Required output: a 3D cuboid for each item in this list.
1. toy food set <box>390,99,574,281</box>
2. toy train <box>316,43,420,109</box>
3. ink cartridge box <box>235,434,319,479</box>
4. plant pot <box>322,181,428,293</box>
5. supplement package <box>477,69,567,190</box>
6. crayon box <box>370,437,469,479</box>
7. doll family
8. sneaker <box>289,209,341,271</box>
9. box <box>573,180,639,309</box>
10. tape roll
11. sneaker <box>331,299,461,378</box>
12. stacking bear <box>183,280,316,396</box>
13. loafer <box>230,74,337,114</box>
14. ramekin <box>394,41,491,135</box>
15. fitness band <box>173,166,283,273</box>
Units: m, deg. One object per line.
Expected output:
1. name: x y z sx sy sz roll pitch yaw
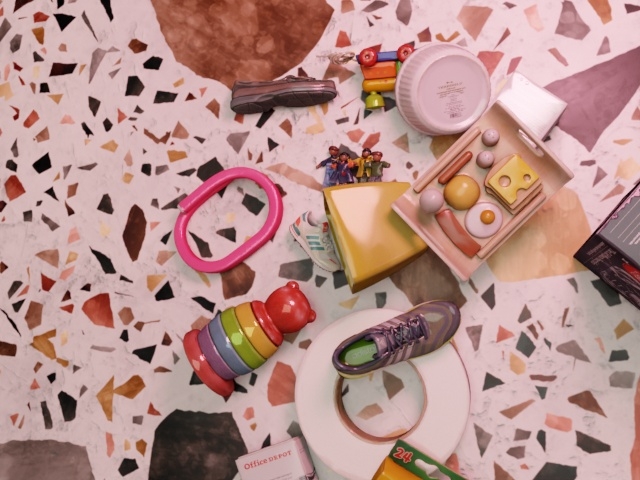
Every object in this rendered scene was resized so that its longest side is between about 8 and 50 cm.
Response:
1. toy food set: 0.324 -0.100 1.456 0.306 0.092 0.220 -44 84 5
2. toy train: 0.116 -0.370 1.682 0.248 0.105 0.143 -2 96 13
3. ink cartridge box: -0.081 0.560 1.617 0.153 0.087 0.208 -21 80 11
4. plant pot: 0.126 -0.021 1.585 0.187 0.212 0.212 -18 79 -1
5. supplement package: 0.400 -0.217 1.568 0.134 0.139 0.244 37 94 12
6. crayon box: 0.165 0.599 1.508 0.202 0.081 0.318 29 103 5
7. doll family: 0.073 -0.168 1.676 0.193 0.076 0.111 3 89 17
8. sneaker: 0.000 0.000 1.672 0.161 0.057 0.075 49 116 17
9. box: 0.678 0.046 1.365 0.312 0.343 0.179 41 92 15
10. tape roll: 0.136 0.341 1.600 0.392 0.072 0.392 -2 82 13
11. sneaker: 0.156 0.213 1.511 0.300 0.121 0.111 -28 78 9
12. stacking bear: -0.151 0.207 1.647 0.289 0.164 0.175 -33 77 3
13. loafer: -0.092 -0.367 1.730 0.267 0.096 0.084 -6 76 15
14. ramekin: 0.274 -0.328 1.581 0.207 0.109 0.207 -2 106 -8
15. fitness band: -0.226 -0.050 1.743 0.291 0.054 0.209 -37 77 8
